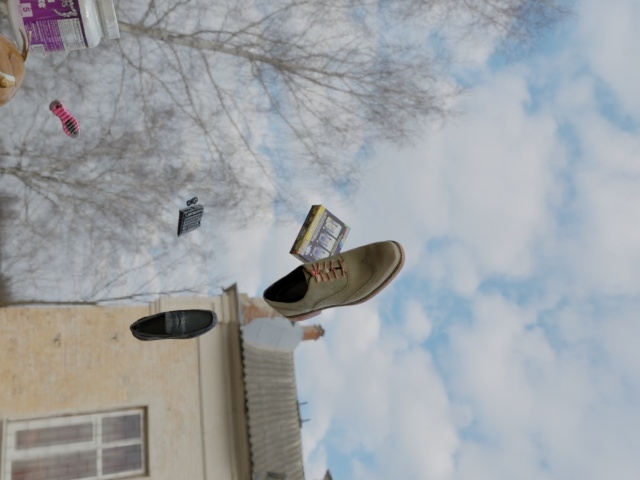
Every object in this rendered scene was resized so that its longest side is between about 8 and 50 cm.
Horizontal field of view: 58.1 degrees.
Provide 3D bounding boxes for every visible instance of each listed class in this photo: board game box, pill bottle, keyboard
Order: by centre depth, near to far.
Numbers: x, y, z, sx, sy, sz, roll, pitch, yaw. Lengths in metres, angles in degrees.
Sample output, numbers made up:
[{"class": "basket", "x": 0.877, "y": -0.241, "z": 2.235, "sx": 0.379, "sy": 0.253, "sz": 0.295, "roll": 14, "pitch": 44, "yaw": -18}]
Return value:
[{"class": "keyboard", "x": -0.382, "y": -0.075, "z": 1.710, "sx": 0.180, "sy": 0.023, "sz": 0.108, "roll": -58, "pitch": 156, "yaw": -79}, {"class": "board game box", "x": 0.000, "y": 0.000, "z": 1.726, "sx": 0.048, "sy": 0.141, "sz": 0.170, "roll": 1, "pitch": -120, "yaw": 52}, {"class": "pill bottle", "x": -0.794, "y": -0.683, "z": 1.799, "sx": 0.169, "sy": 0.301, "sz": 0.169, "roll": 167, "pitch": -90, "yaw": -74}]

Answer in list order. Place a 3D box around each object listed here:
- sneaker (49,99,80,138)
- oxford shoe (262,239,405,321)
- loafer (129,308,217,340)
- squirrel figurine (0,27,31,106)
[{"class": "sneaker", "x": -0.700, "y": -0.333, "z": 1.599, "sx": 0.119, "sy": 0.047, "sz": 0.057, "roll": 57, "pitch": -5, "yaw": 1}, {"class": "oxford shoe", "x": 0.028, "y": 0.091, "z": 1.328, "sx": 0.348, "sy": 0.130, "sz": 0.123, "roll": -29, "pitch": -120, "yaw": 17}, {"class": "loafer", "x": -0.379, "y": 0.218, "z": 1.485, "sx": 0.078, "sy": 0.223, "sz": 0.076, "roll": 73, "pitch": 9, "yaw": -72}, {"class": "squirrel figurine", "x": -0.688, "y": -0.386, "z": 0.962, "sx": 0.397, "sy": 0.281, "sz": 0.371, "roll": -64, "pitch": 136, "yaw": -68}]
